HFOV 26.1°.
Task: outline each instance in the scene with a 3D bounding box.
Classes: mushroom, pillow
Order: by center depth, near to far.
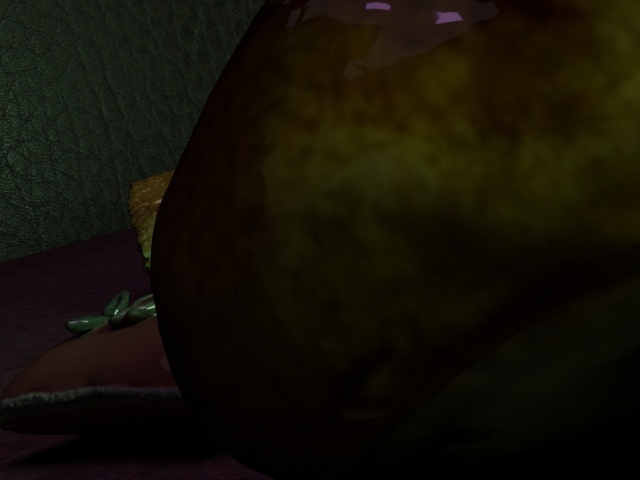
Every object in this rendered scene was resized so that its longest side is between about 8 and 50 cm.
[{"bbox_3d":[0.111,-0.011,0.446,0.345,0.259,0.345,-26,-19,-10],"label":"mushroom"},{"bbox_3d":[-0.064,0.053,0.727,0.171,0.075,0.179,-9,8,41],"label":"pillow"}]

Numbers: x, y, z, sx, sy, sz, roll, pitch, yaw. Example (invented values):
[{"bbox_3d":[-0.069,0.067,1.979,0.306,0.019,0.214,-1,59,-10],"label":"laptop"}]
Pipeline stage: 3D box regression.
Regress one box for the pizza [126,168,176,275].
[{"bbox_3d":[-0.064,-0.041,1.429,0.268,0.087,0.258,-20,22,-2],"label":"pizza"}]
